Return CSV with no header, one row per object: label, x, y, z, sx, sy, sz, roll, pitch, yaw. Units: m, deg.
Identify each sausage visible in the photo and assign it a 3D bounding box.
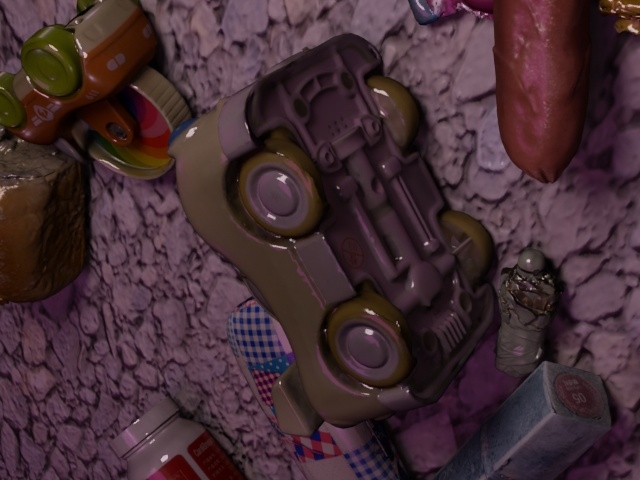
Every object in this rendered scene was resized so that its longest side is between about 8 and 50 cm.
sausage,0.181,-0.256,0.781,0.088,0.088,0.433,11,112,31

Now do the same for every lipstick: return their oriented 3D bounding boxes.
lipstick,0.195,0.241,1.055,0.076,0.077,0.289,17,134,-17

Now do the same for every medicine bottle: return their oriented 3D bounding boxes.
medicine bottle,-0.174,0.344,1.357,0.250,0.131,0.131,51,132,3

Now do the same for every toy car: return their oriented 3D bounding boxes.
toy car,0.000,0.000,0.971,0.226,0.242,0.336,-24,102,39
toy car,-0.256,-0.160,1.155,0.235,0.145,0.235,17,137,16

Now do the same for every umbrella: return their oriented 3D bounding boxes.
umbrella,0.205,0.072,0.985,0.067,0.062,0.143,44,141,52

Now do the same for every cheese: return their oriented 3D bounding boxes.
cheese,0.137,-0.235,0.877,0.145,0.038,0.095,-16,103,41

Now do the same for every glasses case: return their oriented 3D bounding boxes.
glasses case,-0.001,0.208,1.193,0.125,0.076,0.327,-25,99,40

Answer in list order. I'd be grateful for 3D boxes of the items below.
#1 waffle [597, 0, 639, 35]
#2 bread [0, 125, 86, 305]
waffle,0.361,-0.141,0.745,0.260,0.069,0.293,-25,99,43
bread,-0.426,-0.043,1.301,0.196,0.176,0.246,24,126,22
